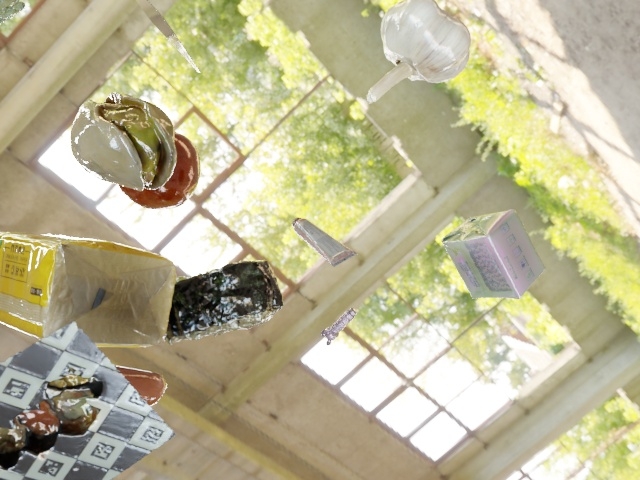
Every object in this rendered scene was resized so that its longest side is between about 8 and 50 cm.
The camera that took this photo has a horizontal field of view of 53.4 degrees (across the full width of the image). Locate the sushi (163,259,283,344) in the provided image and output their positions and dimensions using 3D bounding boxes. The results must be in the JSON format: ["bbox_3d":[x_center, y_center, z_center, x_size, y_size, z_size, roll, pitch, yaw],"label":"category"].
[{"bbox_3d":[-0.272,0.165,1.661,0.211,0.349,0.171,29,-132,-74],"label":"sushi"}]

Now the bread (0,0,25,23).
[{"bbox_3d":[-0.648,-0.457,1.194,0.172,0.232,0.064,12,161,-17],"label":"bread"}]

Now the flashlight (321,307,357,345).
[{"bbox_3d":[0.047,0.206,1.538,0.031,0.110,0.052,32,-161,-40],"label":"flashlight"}]

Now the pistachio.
[{"bbox_3d":[-0.367,-0.174,1.184,0.288,0.166,0.197,25,138,57],"label":"pistachio"}]

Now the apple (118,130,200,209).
[{"bbox_3d":[-0.433,-0.193,1.728,0.230,0.230,0.230,46,-171,-10],"label":"apple"}]

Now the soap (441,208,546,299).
[{"bbox_3d":[0.454,0.039,1.674,0.200,0.138,0.182,60,154,-11],"label":"soap"}]

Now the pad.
[{"bbox_3d":[-0.344,-0.464,1.334,0.266,0.002,0.176,48,176,31],"label":"pad"}]

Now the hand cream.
[{"bbox_3d":[0.000,0.000,1.500,0.209,0.067,0.043,39,147,46],"label":"hand cream"}]

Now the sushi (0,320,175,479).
[{"bbox_3d":[-0.389,0.258,0.872,0.264,0.289,0.050,60,174,-30],"label":"sushi"}]

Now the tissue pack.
[{"bbox_3d":[-0.561,0.106,1.454,0.381,0.229,0.293,6,174,45],"label":"tissue pack"}]

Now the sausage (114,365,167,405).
[{"bbox_3d":[-0.388,0.280,1.224,0.194,0.077,0.077,19,-155,-37],"label":"sausage"}]

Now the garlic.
[{"bbox_3d":[0.176,-0.361,1.273,0.199,0.226,0.199,40,178,2],"label":"garlic"}]
